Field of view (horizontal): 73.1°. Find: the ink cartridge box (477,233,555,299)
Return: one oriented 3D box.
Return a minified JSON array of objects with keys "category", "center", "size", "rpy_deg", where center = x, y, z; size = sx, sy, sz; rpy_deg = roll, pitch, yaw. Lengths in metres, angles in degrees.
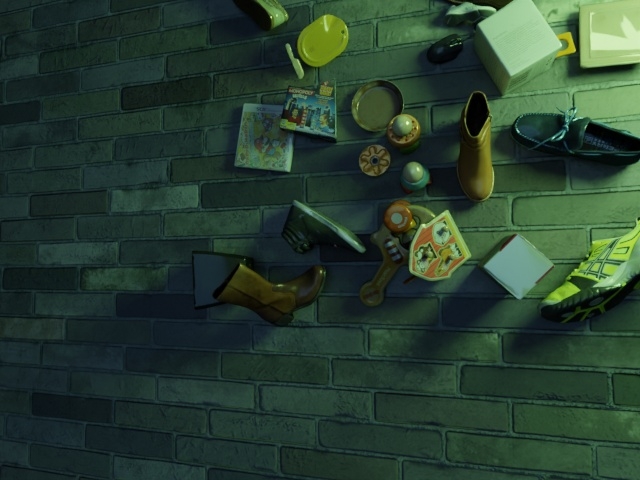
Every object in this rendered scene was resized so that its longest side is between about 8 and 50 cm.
[{"category":"ink cartridge box","center":[0.531,0.069,1.195],"size":[0.127,0.176,0.128],"rpy_deg":[44,99,11]}]

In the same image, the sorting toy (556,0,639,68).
[{"category":"sorting toy","center":[0.823,-0.576,1.214],"size":[0.347,0.047,0.196],"rpy_deg":[0,83,16]}]

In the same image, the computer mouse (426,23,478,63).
[{"category":"computer mouse","center":[0.443,-0.620,1.325],"size":[0.242,0.041,0.071],"rpy_deg":[-26,80,13]}]

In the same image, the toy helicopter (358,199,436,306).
[{"category":"toy helicopter","center":[0.243,0.063,1.323],"size":[0.235,0.140,0.355],"rpy_deg":[32,107,6]}]

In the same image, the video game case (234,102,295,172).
[{"category":"video game case","center":[-0.188,-0.357,1.499],"size":[0.206,0.026,0.227],"rpy_deg":[8,90,16]}]

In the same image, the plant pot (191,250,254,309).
[{"category":"plant pot","center":[-0.313,0.126,1.437],"size":[0.166,0.187,0.188],"rpy_deg":[-3,86,4]}]

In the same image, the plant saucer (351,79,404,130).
[{"category":"plant saucer","center":[0.185,-0.432,1.395],"size":[0.168,0.029,0.169],"rpy_deg":[-1,86,16]}]

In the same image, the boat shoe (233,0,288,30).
[{"category":"boat shoe","center":[-0.231,-0.848,1.509],"size":[0.089,0.104,0.285],"rpy_deg":[-35,82,-27]}]

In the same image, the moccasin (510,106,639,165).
[{"category":"moccasin","center":[0.713,-0.300,1.191],"size":[0.341,0.117,0.138],"rpy_deg":[13,91,16]}]

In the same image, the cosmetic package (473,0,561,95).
[{"category":"cosmetic package","center":[0.552,-0.552,1.233],"size":[0.151,0.151,0.184],"rpy_deg":[-29,81,12]}]

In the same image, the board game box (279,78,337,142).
[{"category":"board game box","center":[-0.019,-0.439,1.427],"size":[0.194,0.060,0.194],"rpy_deg":[13,88,7]}]

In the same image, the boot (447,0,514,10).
[{"category":"boot","center":[0.475,-0.771,1.287],"size":[0.305,0.115,0.112],"rpy_deg":[23,96,17]}]

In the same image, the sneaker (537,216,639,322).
[{"category":"sneaker","center":[0.762,0.090,1.169],"size":[0.384,0.145,0.147],"rpy_deg":[-34,48,14]}]

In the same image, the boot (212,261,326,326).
[{"category":"boot","center":[-0.151,0.129,1.343],"size":[0.264,0.280,0.096],"rpy_deg":[-42,38,18]}]

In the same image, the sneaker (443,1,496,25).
[{"category":"sneaker","center":[0.455,-0.696,1.310],"size":[0.152,0.054,0.061],"rpy_deg":[12,69,26]}]

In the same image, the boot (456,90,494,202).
[{"category":"boot","center":[0.443,-0.258,1.212],"size":[0.109,0.220,0.284],"rpy_deg":[2,88,16]}]

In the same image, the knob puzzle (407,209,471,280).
[{"category":"knob puzzle","center":[0.334,0.035,1.246],"size":[0.213,0.030,0.213],"rpy_deg":[-3,100,-19]}]

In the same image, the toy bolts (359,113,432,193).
[{"category":"toy bolts","center":[0.229,-0.244,1.305],"size":[0.218,0.158,0.229],"rpy_deg":[-29,80,13]}]

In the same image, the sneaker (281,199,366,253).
[{"category":"sneaker","center":[0.000,0.000,1.392],"size":[0.295,0.104,0.147],"rpy_deg":[32,98,21]}]

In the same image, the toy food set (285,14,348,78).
[{"category":"toy food set","center":[-0.015,-0.649,1.433],"size":[0.217,0.071,0.128],"rpy_deg":[-33,116,2]}]
